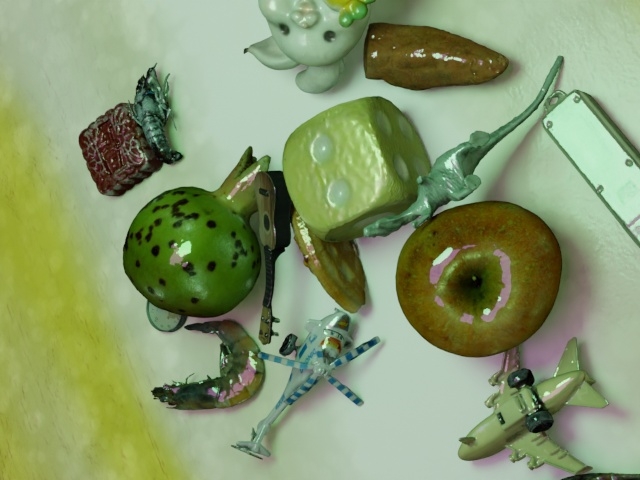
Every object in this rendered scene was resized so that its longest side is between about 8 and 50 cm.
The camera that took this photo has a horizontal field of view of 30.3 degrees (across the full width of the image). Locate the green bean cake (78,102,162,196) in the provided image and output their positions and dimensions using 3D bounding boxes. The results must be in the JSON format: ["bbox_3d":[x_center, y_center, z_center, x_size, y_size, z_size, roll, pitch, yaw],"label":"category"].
[{"bbox_3d":[-0.354,-0.160,2.077,0.136,0.056,0.135,-31,72,27],"label":"green bean cake"}]

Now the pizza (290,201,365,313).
[{"bbox_3d":[-0.002,0.001,1.829,0.058,0.127,0.246,-27,91,31],"label":"pizza"}]

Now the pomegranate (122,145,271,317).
[{"bbox_3d":[-0.189,-0.013,1.906,0.231,0.231,0.286,16,68,30],"label":"pomegranate"}]

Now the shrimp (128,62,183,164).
[{"bbox_3d":[-0.280,-0.217,2.023,0.082,0.076,0.174,-21,80,23],"label":"shrimp"}]

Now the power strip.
[{"bbox_3d":[0.403,-0.097,1.624,0.078,0.052,0.272,-44,67,23],"label":"power strip"}]

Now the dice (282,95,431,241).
[{"bbox_3d":[0.055,-0.104,1.764,0.169,0.166,0.169,-26,76,27],"label":"dice"}]

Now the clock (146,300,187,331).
[{"bbox_3d":[-0.265,0.117,2.038,0.085,0.017,0.085,-1,88,31],"label":"clock"}]

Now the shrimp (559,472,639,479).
[{"bbox_3d":[0.401,0.390,1.580,0.372,0.137,0.172,-3,130,36],"label":"shrimp"}]

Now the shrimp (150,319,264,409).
[{"bbox_3d":[-0.193,0.210,1.979,0.217,0.051,0.150,-13,79,22],"label":"shrimp"}]

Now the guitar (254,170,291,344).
[{"bbox_3d":[-0.072,0.028,1.810,0.084,0.038,0.271,-157,66,-66],"label":"guitar"}]

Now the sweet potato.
[{"bbox_3d":[0.159,-0.268,1.751,0.252,0.097,0.097,14,96,32],"label":"sweet potato"}]

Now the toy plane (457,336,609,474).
[{"bbox_3d":[0.284,0.244,1.666,0.244,0.092,0.229,-36,55,22],"label":"toy plane"}]

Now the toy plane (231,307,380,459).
[{"bbox_3d":[-0.026,0.225,1.868,0.182,0.107,0.273,11,120,-11],"label":"toy plane"}]

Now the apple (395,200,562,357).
[{"bbox_3d":[0.221,0.049,1.660,0.237,0.207,0.237,2,97,14],"label":"apple"}]

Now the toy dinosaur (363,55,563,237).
[{"bbox_3d":[0.219,-0.117,1.623,0.383,0.129,0.076,-36,99,-3],"label":"toy dinosaur"}]

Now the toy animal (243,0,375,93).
[{"bbox_3d":[-0.005,-0.384,1.772,0.183,0.247,0.310,5,91,-10],"label":"toy animal"}]
